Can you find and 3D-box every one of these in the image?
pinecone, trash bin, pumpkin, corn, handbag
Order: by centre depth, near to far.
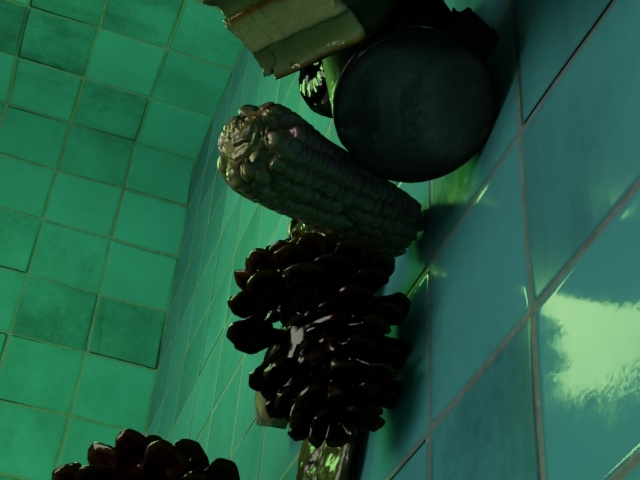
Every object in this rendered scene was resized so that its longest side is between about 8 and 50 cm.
[{"bbox_3d":[0.000,0.129,1.506,0.292,0.246,0.246,-102,29,-43],"label":"pinecone"},{"bbox_3d":[0.005,-0.066,1.524,0.126,0.335,0.127,-23,53,34],"label":"corn"},{"bbox_3d":[0.107,-0.227,1.557,0.252,0.203,0.301,-50,19,17],"label":"trash bin"},{"bbox_3d":[-0.269,0.503,1.837,0.398,0.397,0.398,-164,90,-77],"label":"pinecone"},{"bbox_3d":[-0.059,0.234,1.957,0.173,0.095,0.117,112,163,-60],"label":"handbag"},{"bbox_3d":[0.038,-0.314,2.098,0.194,0.150,0.194,-54,3,4],"label":"pumpkin"}]

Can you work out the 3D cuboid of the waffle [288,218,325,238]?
[{"bbox_3d":[-0.001,0.063,1.768,0.204,0.054,0.224,12,99,56],"label":"waffle"}]

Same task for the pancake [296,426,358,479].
[{"bbox_3d":[0.007,0.299,1.666,0.242,0.050,0.242,-164,90,-76],"label":"pancake"}]

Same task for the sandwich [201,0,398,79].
[{"bbox_3d":[-0.009,-0.335,1.467,0.198,0.155,0.227,-17,30,41],"label":"sandwich"}]
